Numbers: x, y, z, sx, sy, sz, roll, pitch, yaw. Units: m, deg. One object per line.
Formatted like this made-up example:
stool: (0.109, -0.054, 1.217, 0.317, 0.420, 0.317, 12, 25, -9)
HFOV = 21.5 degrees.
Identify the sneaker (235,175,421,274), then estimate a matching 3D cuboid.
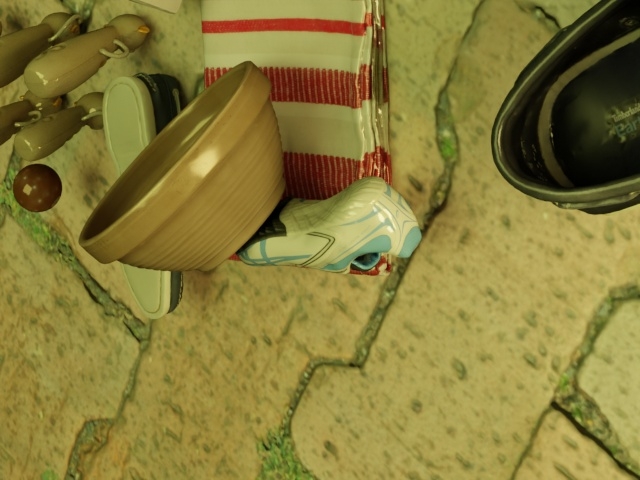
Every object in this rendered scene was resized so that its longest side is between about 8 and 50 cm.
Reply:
sneaker: (0.000, 0.000, 1.571, 0.237, 0.085, 0.086, -12, 119, 54)

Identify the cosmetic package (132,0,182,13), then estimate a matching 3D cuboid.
cosmetic package: (-0.286, -0.377, 1.716, 0.365, 0.155, 0.197, 25, 98, 38)

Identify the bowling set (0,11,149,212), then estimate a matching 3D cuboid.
bowling set: (-0.307, -0.148, 1.852, 0.287, 0.154, 0.200, 15, 128, 39)

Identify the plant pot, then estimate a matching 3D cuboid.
plant pot: (-0.110, -0.050, 1.599, 0.110, 0.237, 0.237, 42, 133, -13)

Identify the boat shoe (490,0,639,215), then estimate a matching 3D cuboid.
boat shoe: (0.321, -0.154, 1.228, 0.500, 0.156, 0.187, -32, 76, 41)

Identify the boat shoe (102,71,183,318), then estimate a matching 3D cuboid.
boat shoe: (-0.169, -0.048, 1.763, 0.095, 0.079, 0.254, -9, 91, 46)

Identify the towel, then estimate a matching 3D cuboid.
towel: (-0.032, -0.134, 1.645, 0.237, 0.037, 0.329, 6, 104, 43)
